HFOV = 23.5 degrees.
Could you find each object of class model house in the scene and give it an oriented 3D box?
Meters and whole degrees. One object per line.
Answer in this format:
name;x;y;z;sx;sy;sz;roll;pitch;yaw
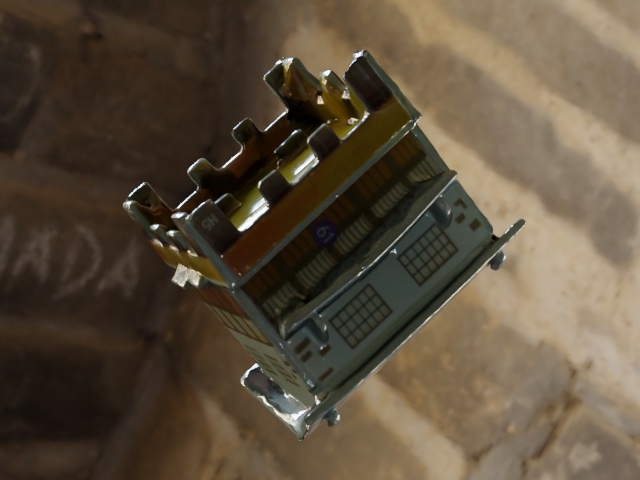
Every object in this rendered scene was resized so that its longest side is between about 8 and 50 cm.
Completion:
model house;0.000;0.000;1.148;0.215;0.224;0.198;50;-13;-16
